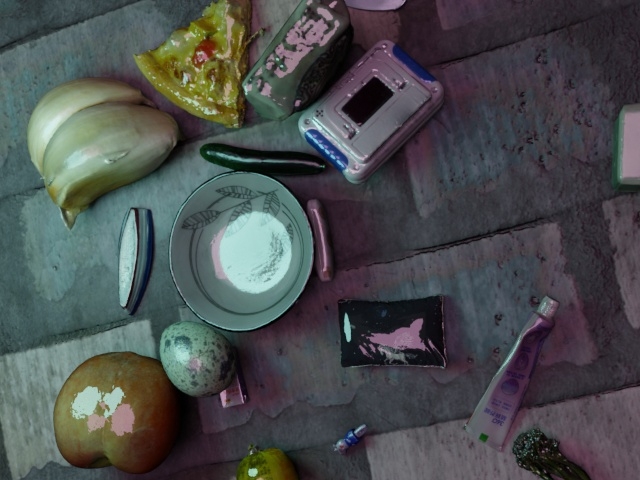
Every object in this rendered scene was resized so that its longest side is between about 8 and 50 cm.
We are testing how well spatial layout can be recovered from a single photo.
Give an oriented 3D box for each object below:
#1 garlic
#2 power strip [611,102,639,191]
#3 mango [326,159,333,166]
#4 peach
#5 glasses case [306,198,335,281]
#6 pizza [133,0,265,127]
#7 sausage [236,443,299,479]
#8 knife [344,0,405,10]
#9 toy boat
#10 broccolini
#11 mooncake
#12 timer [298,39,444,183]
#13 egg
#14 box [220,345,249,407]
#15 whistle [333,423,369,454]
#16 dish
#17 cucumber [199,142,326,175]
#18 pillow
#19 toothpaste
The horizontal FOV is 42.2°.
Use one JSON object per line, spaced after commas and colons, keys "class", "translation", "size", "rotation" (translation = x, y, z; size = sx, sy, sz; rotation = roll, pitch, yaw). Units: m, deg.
{"class": "garlic", "translation": [-0.460, -0.201, 1.704], "size": [0.313, 0.286, 0.249], "rotation": [-37, 123, 17]}
{"class": "power strip", "translation": [0.620, -0.156, 1.413], "size": [0.224, 0.140, 0.139], "rotation": [2, 87, 15]}
{"class": "mango", "translation": [0.044, -0.184, 1.624], "size": [0.060, 0.046, 0.089], "rotation": [21, 90, 15]}
{"class": "peach", "translation": [-0.394, 0.337, 1.630], "size": [0.252, 0.252, 0.253], "rotation": [-1, 87, 16]}
{"class": "glasses case", "translation": [0.000, 0.000, 1.618], "size": [0.041, 0.063, 0.164], "rotation": [-11, 84, 12]}
{"class": "pizza", "translation": [-0.232, -0.403, 1.699], "size": [0.279, 0.075, 0.288], "rotation": [25, 94, 15]}
{"class": "sausage", "translation": [-0.078, 0.557, 1.581], "size": [0.123, 0.123, 0.347], "rotation": [-16, 84, 14]}
{"class": "knife", "translation": [0.151, -0.493, 1.619], "size": [0.331, 0.044, 0.080], "rotation": [-4, 93, 21]}
{"class": "toy boat", "translation": [-0.396, 0.043, 1.740], "size": [0.080, 0.046, 0.229], "rotation": [5, 87, 13]}
{"class": "broccolini", "translation": [0.435, 0.415, 1.491], "size": [0.202, 0.068, 0.091], "rotation": [38, 110, -1]}
{"class": "mooncake", "translation": [-0.032, -0.342, 1.555], "size": [0.136, 0.250, 0.254], "rotation": [38, 102, -6]}
{"class": "timer", "translation": [0.096, -0.248, 1.572], "size": [0.178, 0.078, 0.253], "rotation": [43, 85, 13]}
{"class": "egg", "translation": [-0.239, 0.225, 1.600], "size": [0.172, 0.132, 0.132], "rotation": [40, 98, 21]}
{"class": "box", "translation": [-0.182, 0.275, 1.670], "size": [0.050, 0.036, 0.117], "rotation": [-18, 83, 15]}
{"class": "whistle", "translation": [0.061, 0.384, 1.601], "size": [0.083, 0.029, 0.033], "rotation": [-42, 114, 15]}
{"class": "dish", "translation": [-0.141, 0.022, 1.634], "size": [0.316, 0.106, 0.317], "rotation": [0, 89, 19]}
{"class": "cucumber", "translation": [-0.117, -0.160, 1.668], "size": [0.284, 0.056, 0.056], "rotation": [9, 90, 19]}
{"class": "pillow", "translation": [0.136, 0.176, 1.578], "size": [0.208, 0.055, 0.141], "rotation": [-4, 78, 14]}
{"class": "toothpaste", "translation": [0.358, 0.240, 1.515], "size": [0.075, 0.048, 0.301], "rotation": [22, 101, -12]}
